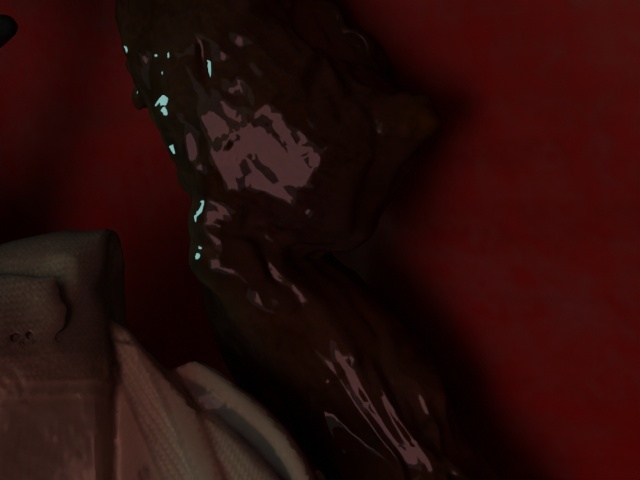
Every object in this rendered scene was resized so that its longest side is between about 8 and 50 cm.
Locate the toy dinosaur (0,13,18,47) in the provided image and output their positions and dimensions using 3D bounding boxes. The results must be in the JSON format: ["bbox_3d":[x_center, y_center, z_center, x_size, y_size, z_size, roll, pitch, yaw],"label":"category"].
[{"bbox_3d":[-0.198,0.084,0.847,0.383,0.129,0.331,-7,110,44],"label":"toy dinosaur"}]

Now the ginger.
[{"bbox_3d":[-0.001,-0.002,0.632,0.122,0.084,0.290,-19,87,24],"label":"ginger"}]

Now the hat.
[{"bbox_3d":[-0.090,0.132,0.666,0.226,0.164,0.219,-114,17,-44],"label":"hat"}]
